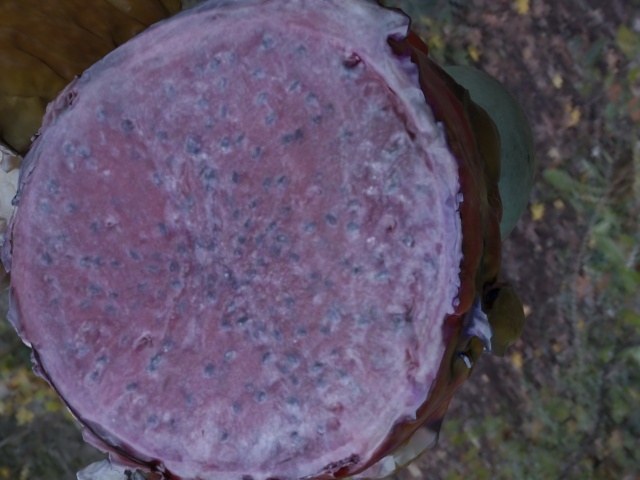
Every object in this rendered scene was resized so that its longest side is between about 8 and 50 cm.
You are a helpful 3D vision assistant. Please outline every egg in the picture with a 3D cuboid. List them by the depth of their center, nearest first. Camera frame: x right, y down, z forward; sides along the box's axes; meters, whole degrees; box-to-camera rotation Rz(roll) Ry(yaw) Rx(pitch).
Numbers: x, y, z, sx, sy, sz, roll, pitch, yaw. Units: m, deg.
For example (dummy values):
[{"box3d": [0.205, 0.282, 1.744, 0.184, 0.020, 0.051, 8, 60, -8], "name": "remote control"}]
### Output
[{"box3d": [0.127, -0.078, 1.112, 0.236, 0.169, 0.169, -73, -37, -54], "name": "egg"}]

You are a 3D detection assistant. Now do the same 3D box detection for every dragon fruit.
[{"box3d": [0.000, 0.000, 0.713, 0.296, 0.314, 0.263, 62, -165, 10], "name": "dragon fruit"}]

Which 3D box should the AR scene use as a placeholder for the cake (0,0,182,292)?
[{"box3d": [-0.322, -0.119, 0.965, 0.293, 0.314, 0.307, 40, 128, -2], "name": "cake"}]
